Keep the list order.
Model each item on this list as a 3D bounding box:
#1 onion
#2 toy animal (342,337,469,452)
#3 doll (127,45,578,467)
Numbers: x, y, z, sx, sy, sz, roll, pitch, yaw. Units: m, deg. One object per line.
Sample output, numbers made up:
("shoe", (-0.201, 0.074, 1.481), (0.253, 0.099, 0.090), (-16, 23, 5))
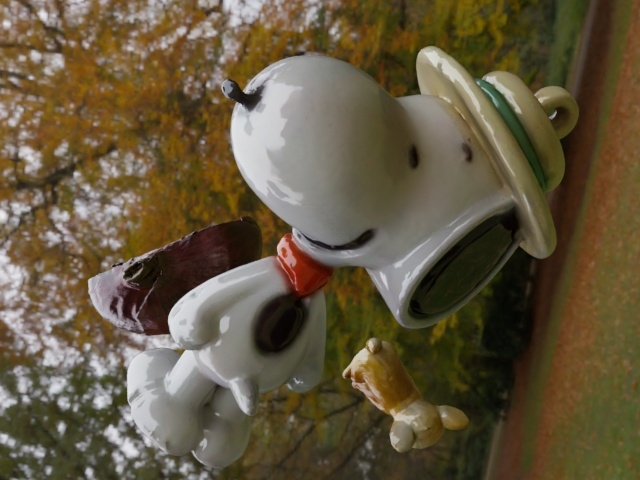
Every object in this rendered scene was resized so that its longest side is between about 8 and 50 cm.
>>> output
("onion", (-0.158, 0.050, 0.947), (0.151, 0.205, 0.098), (-34, -77, -76))
("toy animal", (0.062, 0.114, 0.614), (0.060, 0.083, 0.081), (-28, -35, -24))
("doll", (0.012, 0.012, 0.500), (0.144, 0.208, 0.272), (-114, 39, -53))
